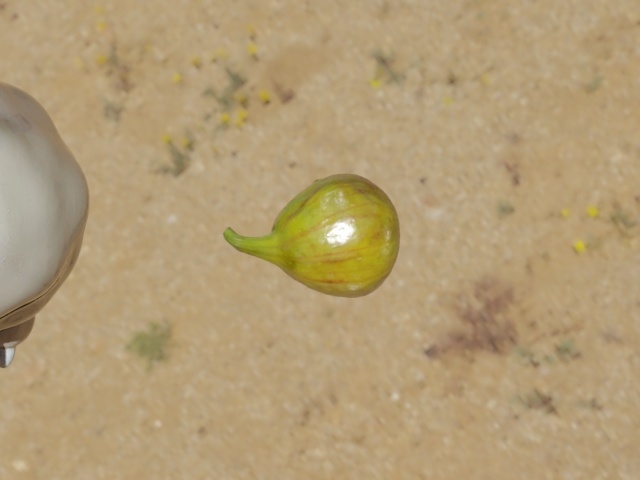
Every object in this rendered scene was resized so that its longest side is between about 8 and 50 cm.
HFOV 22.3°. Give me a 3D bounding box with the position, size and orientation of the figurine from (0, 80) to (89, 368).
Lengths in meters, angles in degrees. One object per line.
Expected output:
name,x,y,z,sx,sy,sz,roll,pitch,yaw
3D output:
figurine,-0.281,-0.088,1.162,0.203,0.381,0.248,-10,-1,6

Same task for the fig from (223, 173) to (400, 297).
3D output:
fig,0.000,0.000,0.978,0.098,0.082,0.084,-15,37,-24
